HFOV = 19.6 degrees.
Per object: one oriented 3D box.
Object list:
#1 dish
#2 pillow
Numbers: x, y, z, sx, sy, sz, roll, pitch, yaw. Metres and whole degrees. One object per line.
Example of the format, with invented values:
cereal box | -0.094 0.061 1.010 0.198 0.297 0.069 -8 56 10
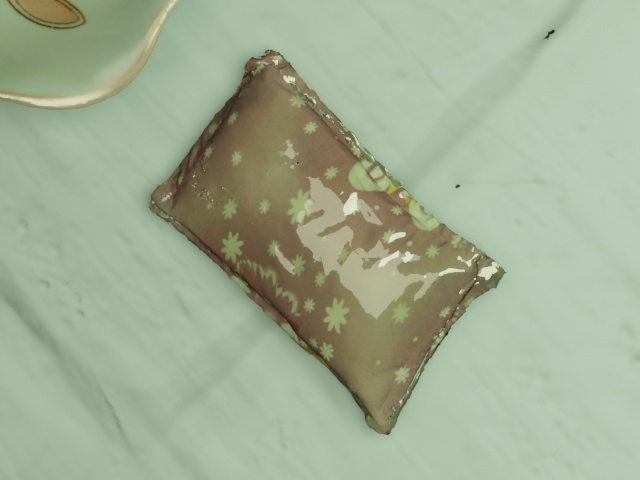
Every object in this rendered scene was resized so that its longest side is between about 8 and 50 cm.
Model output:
dish | -0.165 -0.182 0.972 0.229 0.081 0.229 -2 102 -9
pillow | 0.000 0.000 0.966 0.185 0.043 0.118 42 107 11
